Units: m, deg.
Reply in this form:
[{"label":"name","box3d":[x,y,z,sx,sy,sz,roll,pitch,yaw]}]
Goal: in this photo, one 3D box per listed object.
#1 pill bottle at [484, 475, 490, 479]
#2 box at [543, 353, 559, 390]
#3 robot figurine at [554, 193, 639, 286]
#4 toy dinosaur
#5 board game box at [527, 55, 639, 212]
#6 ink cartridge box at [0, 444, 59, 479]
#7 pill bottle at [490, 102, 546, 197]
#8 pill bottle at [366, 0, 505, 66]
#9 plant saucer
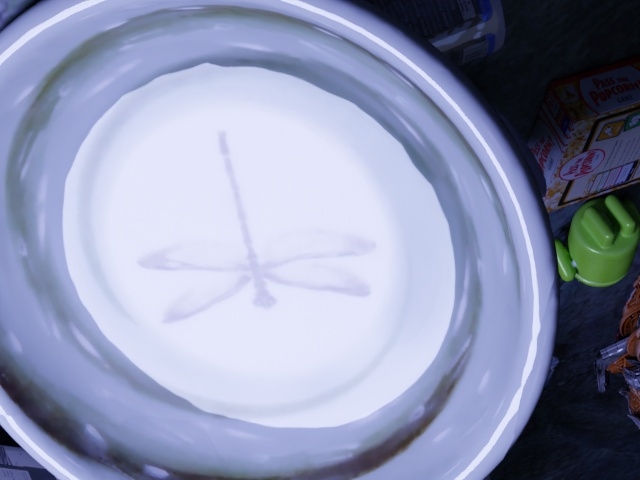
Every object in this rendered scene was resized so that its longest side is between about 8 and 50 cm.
[{"label":"pill bottle","box3d":[0.136,0.338,1.771,0.152,0.152,0.272,-25,157,-5]},{"label":"box","box3d":[0.205,0.174,1.687,0.137,0.027,0.094,-17,151,-18]},{"label":"robot figurine","box3d":[0.274,0.003,1.401,0.101,0.067,0.115,-30,154,-12]},{"label":"toy dinosaur","box3d":[0.421,0.110,1.644,0.218,0.164,0.322,-11,156,2]},{"label":"board game box","box3d":[0.274,-0.101,1.241,0.193,0.045,0.147,-18,152,-18]},{"label":"ink cartridge box","box3d":[-0.314,0.276,1.271,0.273,0.115,0.198,16,131,-43]},{"label":"pill bottle","box3d":[0.055,-0.008,1.115,0.229,0.131,0.131,-39,151,23]},{"label":"pill bottle","box3d":[0.044,-0.136,0.939,0.137,0.078,0.078,-22,153,-9]},{"label":"plant saucer","box3d":[-0.049,0.010,0.907,0.400,0.400,0.100,-42,-169,27]}]
